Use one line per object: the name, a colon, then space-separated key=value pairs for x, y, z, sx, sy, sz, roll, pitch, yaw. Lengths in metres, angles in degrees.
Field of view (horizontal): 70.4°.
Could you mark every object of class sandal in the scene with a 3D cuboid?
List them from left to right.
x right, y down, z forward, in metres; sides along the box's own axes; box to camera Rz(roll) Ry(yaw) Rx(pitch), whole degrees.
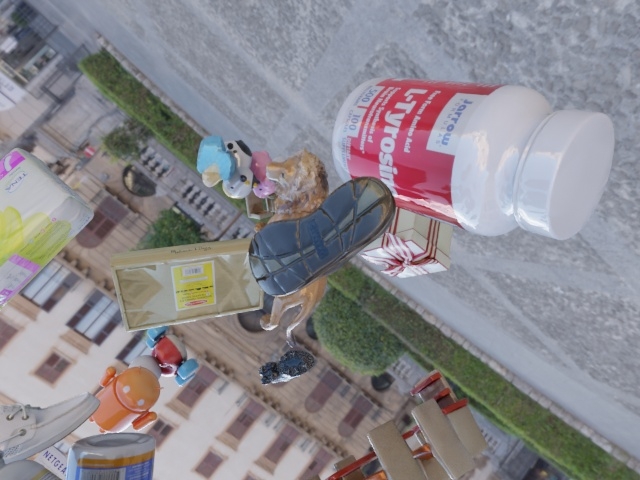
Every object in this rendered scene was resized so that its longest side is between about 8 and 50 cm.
sandal: x=0.000 y=0.000 z=0.510 sx=0.060 sy=0.219 sz=0.090 roll=5 pitch=-121 yaw=-49

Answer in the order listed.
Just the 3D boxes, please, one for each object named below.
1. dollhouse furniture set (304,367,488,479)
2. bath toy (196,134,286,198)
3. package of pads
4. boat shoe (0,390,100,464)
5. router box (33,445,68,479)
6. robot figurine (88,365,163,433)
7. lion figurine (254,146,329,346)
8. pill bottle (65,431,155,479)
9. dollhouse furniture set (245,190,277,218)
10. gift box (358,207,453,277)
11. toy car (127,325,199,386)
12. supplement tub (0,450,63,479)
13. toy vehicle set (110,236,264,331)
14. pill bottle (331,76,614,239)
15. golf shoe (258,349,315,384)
dollhouse furniture set: x=0.106 y=0.302 z=0.666 sx=0.135 sy=0.259 sz=0.262 roll=59 pitch=141 yaw=27
bath toy: x=-0.164 y=-0.182 z=1.222 sx=0.129 sy=0.151 sz=0.348 roll=8 pitch=-176 yaw=32
package of pads: x=-0.655 y=-0.025 z=0.947 sx=0.229 sy=0.296 sz=0.101 roll=36 pitch=168 yaw=21
boat shoe: x=-0.538 y=0.332 z=0.792 sx=0.098 sy=0.277 sz=0.096 roll=-9 pitch=104 yaw=60
router box: x=-0.656 y=0.698 z=1.066 sx=0.335 sy=0.301 sz=0.082 roll=13 pitch=139 yaw=32
robot figurine: x=-0.521 y=0.422 z=1.213 sx=0.128 sy=0.219 sz=0.158 roll=30 pitch=-155 yaw=-52
lion figurine: x=-0.044 y=0.022 z=0.958 sx=0.240 sy=0.142 sz=0.392 roll=-26 pitch=74 yaw=55
pill bottle: x=-0.392 y=0.509 z=0.832 sx=0.152 sy=0.272 sz=0.152 roll=1 pitch=169 yaw=0
dollhouse furniture set: x=-0.126 y=-0.137 z=1.374 sx=0.151 sy=0.144 sz=0.123 roll=13 pitch=116 yaw=45
gift box: x=0.305 y=-0.013 z=1.656 sx=0.276 sy=0.258 sz=0.255 roll=30 pitch=149 yaw=-27
toy car: x=-0.601 y=0.454 z=1.617 sx=0.219 sy=0.238 sz=0.210 roll=48 pitch=144 yaw=10
supplement tub: x=-0.412 y=0.462 z=0.614 sx=0.331 sy=0.241 sz=0.241 roll=38 pitch=173 yaw=-3
toy vehicle set: x=-0.238 y=0.082 z=0.853 sx=0.035 sy=0.266 sz=0.166 roll=-119 pitch=29 yaw=-46
pill bottle: x=0.225 y=-0.142 z=0.750 sx=0.407 sy=0.229 sz=0.229 roll=26 pitch=165 yaw=47
golf shoe: x=-0.087 y=0.373 z=1.346 sx=0.094 sy=0.198 sz=0.077 roll=22 pitch=-128 yaw=-53
